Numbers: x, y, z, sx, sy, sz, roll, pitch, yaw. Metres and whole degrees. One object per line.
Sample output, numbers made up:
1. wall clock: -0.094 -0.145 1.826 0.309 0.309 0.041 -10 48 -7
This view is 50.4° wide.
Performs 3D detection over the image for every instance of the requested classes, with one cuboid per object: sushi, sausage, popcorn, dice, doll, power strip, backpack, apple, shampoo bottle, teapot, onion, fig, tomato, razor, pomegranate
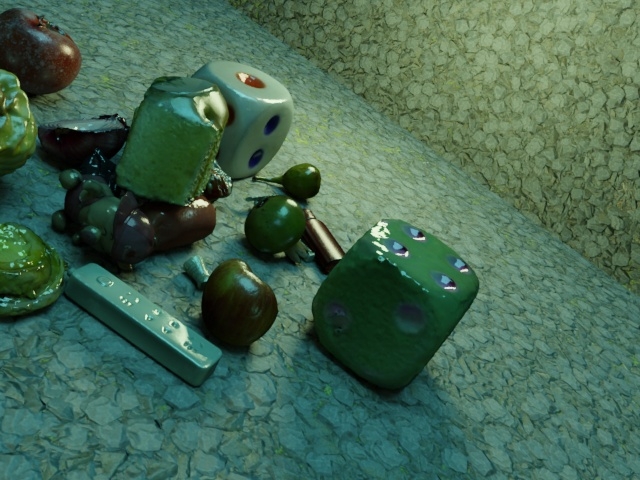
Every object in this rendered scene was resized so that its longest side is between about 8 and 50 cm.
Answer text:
1. sushi: -0.372 -0.215 2.046 0.332 0.124 0.130 47 22 28
2. sausage: -0.371 -0.055 1.753 0.148 0.148 0.254 41 24 21
3. popcorn: -0.820 -0.290 1.504 0.349 0.349 0.381 -11 84 -51
4. dice: -0.286 -0.397 2.236 0.277 0.304 0.304 37 28 13
5. doll: -0.500 -0.048 1.575 0.256 0.196 0.152 35 64 16
6. power strip: -0.387 0.168 1.450 0.385 0.062 0.091 34 25 7
7. backpack: -0.576 -0.143 1.754 0.120 0.106 0.165 40 38 -28
8. apple: -0.190 0.141 1.561 0.195 0.173 0.160 41 27 30
9. shampoo bottle: 0.000 0.000 2.096 0.102 0.064 0.260 6 35 -35
10. dice: 0.186 0.154 1.735 0.330 0.318 0.322 36 27 11
11. teapot: -0.298 0.085 1.691 0.083 0.057 0.067 54 7 30
12. onion: -0.629 -0.281 1.893 0.227 0.120 0.283 11 23 20
13. fig: -0.115 -0.202 2.317 0.237 0.124 0.124 -1 33 -6
14. tomato: -0.870 -0.563 2.052 0.270 0.227 0.270 39 11 -9
15. razor: -0.115 -0.035 2.073 0.111 0.056 0.278 -10 54 -49
16. pomegranate: -0.113 -0.028 1.931 0.210 0.179 0.179 44 29 3

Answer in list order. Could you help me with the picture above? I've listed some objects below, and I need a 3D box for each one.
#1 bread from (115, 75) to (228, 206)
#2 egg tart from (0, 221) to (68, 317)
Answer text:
1. bread: -0.375 -0.279 1.753 0.240 0.263 0.395 16 22 -12
2. egg tart: -0.651 0.041 1.382 0.279 0.095 0.278 22 30 -13
